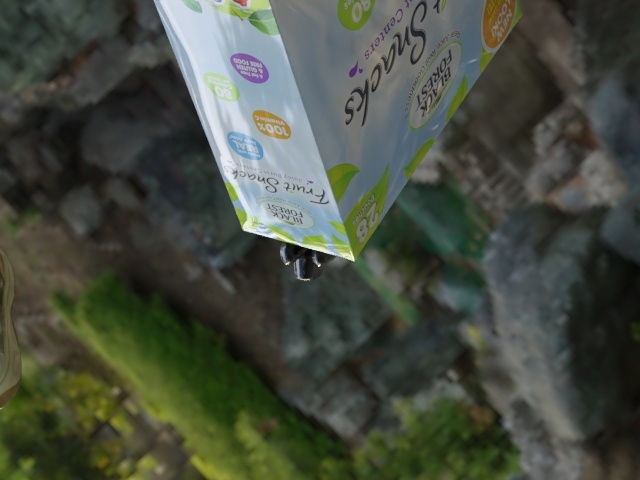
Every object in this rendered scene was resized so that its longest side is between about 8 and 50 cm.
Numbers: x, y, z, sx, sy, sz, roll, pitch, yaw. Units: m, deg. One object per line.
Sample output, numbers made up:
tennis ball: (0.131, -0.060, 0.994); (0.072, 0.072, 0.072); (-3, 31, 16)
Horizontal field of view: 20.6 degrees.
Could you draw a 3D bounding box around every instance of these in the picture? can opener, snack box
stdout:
can opener: (0.000, 0.000, 1.467); (0.186, 0.059, 0.073); (-61, -37, -85)
snack box: (0.008, -0.125, 0.764); (0.070, 0.174, 0.207); (16, 146, 28)

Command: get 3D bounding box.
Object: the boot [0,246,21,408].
boot: (-0.282, 0.006, 1.225); (0.165, 0.077, 0.213); (59, -176, -41)
